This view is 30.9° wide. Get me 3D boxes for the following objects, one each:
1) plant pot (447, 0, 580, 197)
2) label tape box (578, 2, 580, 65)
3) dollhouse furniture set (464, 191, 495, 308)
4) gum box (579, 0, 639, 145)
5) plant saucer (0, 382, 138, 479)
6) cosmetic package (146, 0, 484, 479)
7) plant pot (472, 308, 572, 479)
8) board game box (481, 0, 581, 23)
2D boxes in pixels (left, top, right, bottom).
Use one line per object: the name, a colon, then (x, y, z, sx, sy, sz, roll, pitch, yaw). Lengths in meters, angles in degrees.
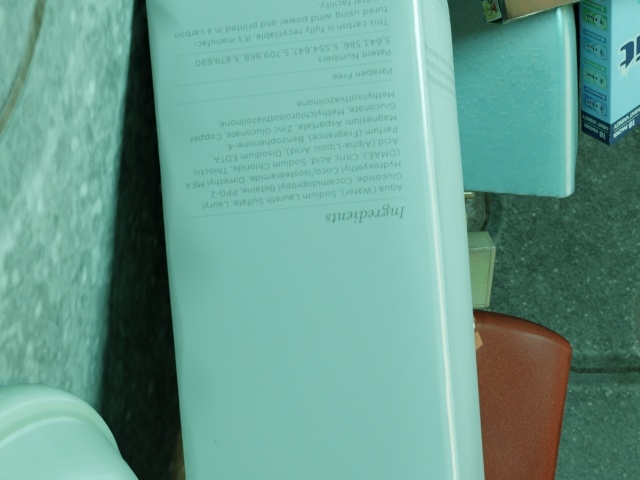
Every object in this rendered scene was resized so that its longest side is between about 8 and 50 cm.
plant pot: (0.121, -0.200, 1.058, 0.248, 0.247, 0.252, -55, 149, -66)
label tape box: (0.219, -0.345, 1.188, 0.115, 0.348, 0.249, -30, 139, -27)
dollhouse furniture set: (0.132, -0.007, 1.629, 0.242, 0.161, 0.212, -106, -165, -58)
gum box: (0.305, -0.202, 1.064, 0.157, 0.041, 0.184, -35, 136, -21)
plant saucer: (-0.127, 0.267, 0.504, 0.400, 0.101, 0.400, 7, 90, -79)
cosmetic package: (0.010, 0.028, 0.695, 0.217, 0.156, 0.385, 10, 77, -78)
plant pot: (0.084, 0.179, 1.150, 0.236, 0.267, 0.267, 46, 52, -60)
board game box: (0.227, -0.266, 0.922, 0.260, 0.030, 0.136, -20, 106, -28)
